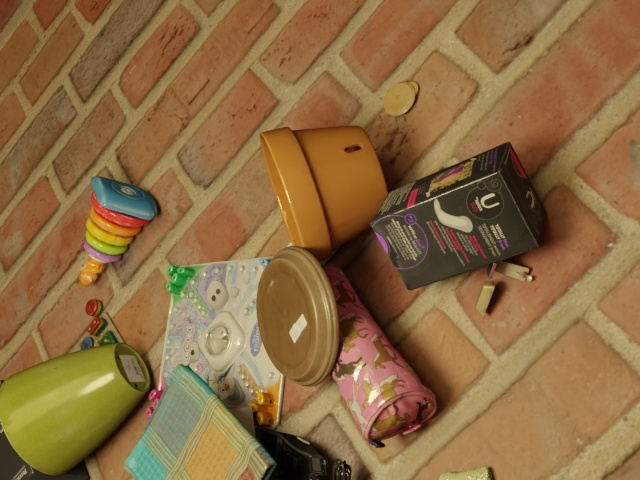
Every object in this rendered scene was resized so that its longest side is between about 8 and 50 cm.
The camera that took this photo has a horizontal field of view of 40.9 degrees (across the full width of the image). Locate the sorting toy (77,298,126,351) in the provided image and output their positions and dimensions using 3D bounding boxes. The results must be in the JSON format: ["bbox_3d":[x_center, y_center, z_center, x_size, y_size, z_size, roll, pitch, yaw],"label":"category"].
[{"bbox_3d":[-0.583,0.279,2.242,0.132,0.046,0.274,-52,51,12],"label":"sorting toy"}]

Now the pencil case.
[{"bbox_3d":[0.065,0.214,1.681,0.386,0.160,0.167,53,132,37],"label":"pencil case"}]

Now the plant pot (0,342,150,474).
[{"bbox_3d":[-0.568,0.373,2.073,0.293,0.275,0.275,-32,56,12],"label":"plant pot"}]

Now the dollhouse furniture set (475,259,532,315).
[{"bbox_3d":[0.344,0.085,1.612,0.081,0.091,0.114,17,112,1],"label":"dollhouse furniture set"}]

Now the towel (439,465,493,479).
[{"bbox_3d":[0.265,0.480,1.518,0.110,0.027,0.148,-19,63,31],"label":"towel"}]

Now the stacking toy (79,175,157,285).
[{"bbox_3d":[-0.569,-0.003,2.282,0.302,0.165,0.175,-62,33,17],"label":"stacking toy"}]

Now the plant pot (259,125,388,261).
[{"bbox_3d":[0.014,-0.114,1.767,0.203,0.291,0.291,-20,57,-6],"label":"plant pot"}]

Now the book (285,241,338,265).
[{"bbox_3d":[0.000,0.000,1.900,0.144,0.035,0.096,-49,53,10],"label":"book"}]

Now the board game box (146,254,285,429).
[{"bbox_3d":[-0.238,0.230,1.987,0.390,0.050,0.390,-6,71,37],"label":"board game box"}]

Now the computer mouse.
[{"bbox_3d":[-0.025,0.491,1.730,0.262,0.060,0.184,10,101,45],"label":"computer mouse"}]

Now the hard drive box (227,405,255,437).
[{"bbox_3d":[-0.244,0.453,1.834,0.232,0.089,0.181,-14,81,40],"label":"hard drive box"}]

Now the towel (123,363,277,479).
[{"bbox_3d":[-0.254,0.446,1.718,0.370,0.040,0.271,35,98,47],"label":"towel"}]

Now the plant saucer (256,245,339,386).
[{"bbox_3d":[-0.054,0.149,1.673,0.278,0.041,0.278,14,106,56],"label":"plant saucer"}]

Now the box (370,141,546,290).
[{"bbox_3d":[0.257,-0.042,1.595,0.270,0.165,0.143,-21,19,30],"label":"box"}]

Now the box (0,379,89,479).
[{"bbox_3d":[-0.807,0.598,2.216,0.343,0.179,0.312,-48,50,14],"label":"box"}]

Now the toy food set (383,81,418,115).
[{"bbox_3d":[0.174,-0.310,1.880,0.082,0.020,0.083,5,78,39],"label":"toy food set"}]
